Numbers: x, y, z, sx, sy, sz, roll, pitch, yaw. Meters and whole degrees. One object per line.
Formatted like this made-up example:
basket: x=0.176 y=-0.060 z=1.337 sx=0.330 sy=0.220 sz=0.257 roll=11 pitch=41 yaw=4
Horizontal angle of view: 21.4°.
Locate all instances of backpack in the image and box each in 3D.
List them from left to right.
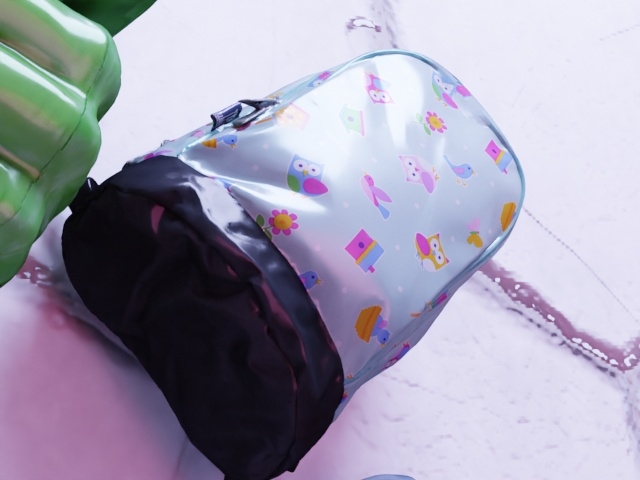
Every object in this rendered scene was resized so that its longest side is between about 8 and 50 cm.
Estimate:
backpack: x=0.000 y=0.000 z=0.712 sx=0.182 sy=0.115 sz=0.152 roll=-36 pitch=94 yaw=-44

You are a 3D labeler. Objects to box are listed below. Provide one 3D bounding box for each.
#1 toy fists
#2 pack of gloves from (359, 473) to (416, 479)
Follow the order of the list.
toy fists: x=-0.118 y=-0.080 z=0.628 sx=0.096 sy=0.142 sz=0.279 roll=38 pitch=53 yaw=-22
pack of gloves: x=-0.024 y=0.204 z=0.676 sx=0.232 sy=0.046 sz=0.195 roll=-9 pitch=91 yaw=-38
